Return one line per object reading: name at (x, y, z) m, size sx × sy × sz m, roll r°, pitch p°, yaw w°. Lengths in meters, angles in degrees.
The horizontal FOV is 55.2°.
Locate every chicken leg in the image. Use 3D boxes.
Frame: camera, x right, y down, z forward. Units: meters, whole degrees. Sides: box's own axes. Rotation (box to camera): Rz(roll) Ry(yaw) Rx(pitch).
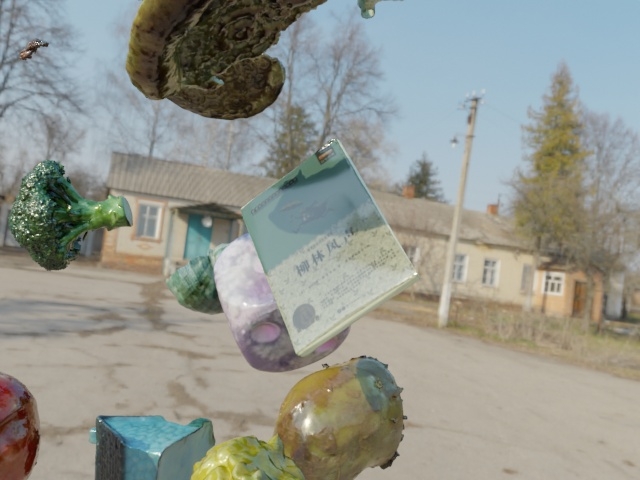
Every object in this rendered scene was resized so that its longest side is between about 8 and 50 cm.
chicken leg at (-0.629, -0.422, 1.339) m, size 0.083 × 0.036 × 0.021 m, roll -24°, pitch -22°, yaw 17°

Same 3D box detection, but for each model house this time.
model house at (-0.389, 0.516, 1.342) m, size 0.241 × 0.261 × 0.226 m, roll 8°, pitch 7°, yaw 18°

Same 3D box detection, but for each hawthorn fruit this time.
hawthorn fruit at (-0.578, 0.330, 1.003) m, size 0.254 × 0.253 × 0.300 m, roll 9°, pitch -25°, yaw -40°

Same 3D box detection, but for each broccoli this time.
broccoli at (-0.658, -0.071, 1.601) m, size 0.298 × 0.297 × 0.297 m, roll -11°, pitch 0°, yaw -7°

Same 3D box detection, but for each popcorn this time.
popcorn at (-0.099, 0.431, 0.986) m, size 0.249 × 0.225 × 0.249 m, roll 32°, pitch 19°, yaw -13°

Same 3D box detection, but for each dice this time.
dice at (-0.092, 0.139, 1.499) m, size 0.270 × 0.270 × 0.271 m, roll -21°, pitch -46°, yaw -2°

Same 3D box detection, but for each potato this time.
potato at (0.015, 0.396, 1.332) m, size 0.301 × 0.288 × 0.237 m, roll -12°, pitch -17°, yaw 27°

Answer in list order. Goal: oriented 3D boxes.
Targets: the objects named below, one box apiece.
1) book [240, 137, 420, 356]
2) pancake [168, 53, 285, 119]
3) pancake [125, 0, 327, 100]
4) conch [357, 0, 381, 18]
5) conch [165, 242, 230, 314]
book at (0.000, 0.000, 1.173) m, size 0.264 × 0.379 × 0.031 m, roll -36°, pitch -38°, yaw 12°
pancake at (-0.208, -0.357, 1.257) m, size 0.289 × 0.033 × 0.286 m, roll 3°, pitch -37°, yaw -18°
pancake at (-0.134, -0.327, 0.912) m, size 0.427 × 0.066 × 0.305 m, roll -29°, pitch -13°, yaw 24°
conch at (0.132, -0.441, 0.941) m, size 0.131 × 0.199 × 0.172 m, roll 5°, pitch 3°, yaw -8°
conch at (-0.285, 0.102, 1.738) m, size 0.277 × 0.195 × 0.220 m, roll -20°, pitch -43°, yaw 3°
